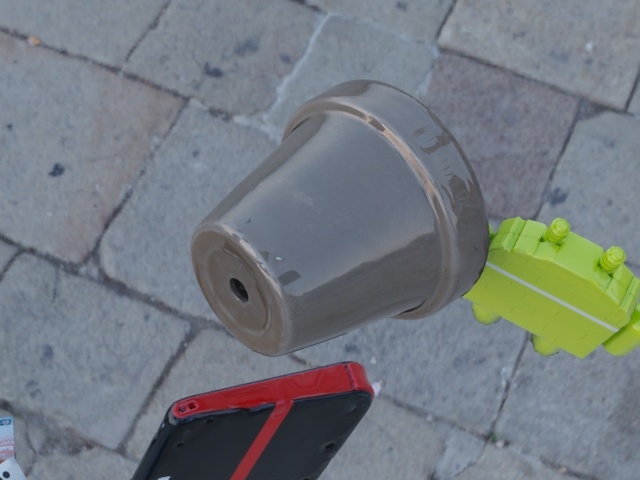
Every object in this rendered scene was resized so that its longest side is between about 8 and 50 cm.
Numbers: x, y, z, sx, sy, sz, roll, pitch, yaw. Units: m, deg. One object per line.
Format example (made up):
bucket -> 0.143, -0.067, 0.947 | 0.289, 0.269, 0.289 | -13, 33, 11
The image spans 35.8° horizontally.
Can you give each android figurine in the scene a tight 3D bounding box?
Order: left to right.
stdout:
android figurine -> 0.257, 0.053, 1.118 | 0.248, 0.273, 0.056 | 27, 67, 8

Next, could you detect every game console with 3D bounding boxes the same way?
game console -> -0.122, 0.318, 1.411 | 0.342, 0.386, 0.060 | -3, 47, -36

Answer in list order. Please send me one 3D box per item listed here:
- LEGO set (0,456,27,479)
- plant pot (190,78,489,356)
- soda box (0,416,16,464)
LEGO set -> -0.278, 0.125, 0.631 | 0.093, 0.087, 0.227 | -15, 62, -52
plant pot -> 0.000, 0.000, 1.002 | 0.229, 0.263, 0.263 | -33, 65, -32
soda box -> -0.516, 0.293, 1.367 | 0.183, 0.058, 0.063 | -3, 48, -17
